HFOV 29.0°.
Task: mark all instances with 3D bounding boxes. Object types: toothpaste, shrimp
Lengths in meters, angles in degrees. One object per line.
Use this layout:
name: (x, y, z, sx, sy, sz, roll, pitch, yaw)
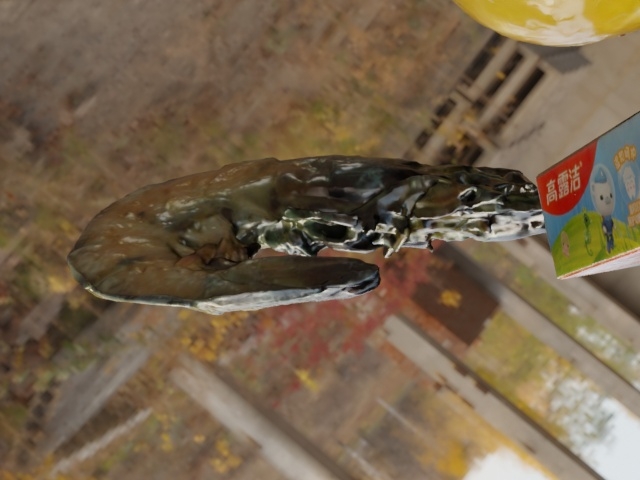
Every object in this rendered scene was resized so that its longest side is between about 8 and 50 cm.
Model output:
toothpaste: (0.113, -0.022, 0.382, 0.070, 0.044, 0.193, -10, 173, -10)
shrimp: (0.000, 0.000, 0.866, 0.233, 0.365, 0.071, -68, 155, -65)

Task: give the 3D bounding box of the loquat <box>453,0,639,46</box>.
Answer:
loquat: (0.183, -0.257, 0.841, 0.275, 0.275, 0.275, -50, 172, -10)
